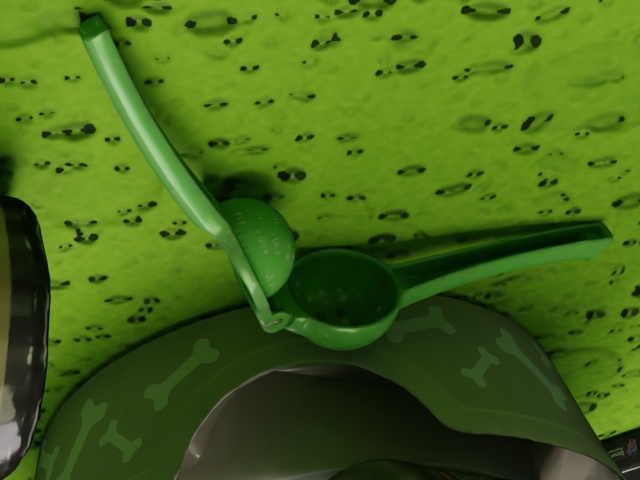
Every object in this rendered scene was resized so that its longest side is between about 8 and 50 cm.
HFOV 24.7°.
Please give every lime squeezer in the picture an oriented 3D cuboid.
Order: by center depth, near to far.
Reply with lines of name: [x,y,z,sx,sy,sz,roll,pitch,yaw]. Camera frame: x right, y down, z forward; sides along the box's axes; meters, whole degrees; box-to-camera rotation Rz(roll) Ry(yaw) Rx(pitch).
lime squeezer: [0.000,0.000,0.660,0.310,0.059,0.110,20,135,-38]

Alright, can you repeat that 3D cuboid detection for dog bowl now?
dog bowl: [-0.003,0.151,0.839,0.349,0.102,0.348,-9,147,-6]

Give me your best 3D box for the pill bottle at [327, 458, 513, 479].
pill bottle: [0.068,0.174,0.690,0.246,0.130,0.130,16,137,-34]

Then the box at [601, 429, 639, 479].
box: [0.221,0.177,1.015,0.116,0.029,0.162,-22,147,12]

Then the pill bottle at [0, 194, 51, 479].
pill bottle: [-0.227,0.033,0.574,0.219,0.122,0.123,5,143,-25]
